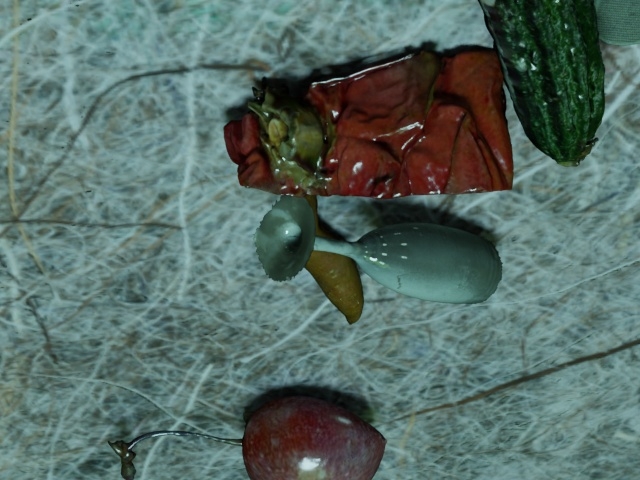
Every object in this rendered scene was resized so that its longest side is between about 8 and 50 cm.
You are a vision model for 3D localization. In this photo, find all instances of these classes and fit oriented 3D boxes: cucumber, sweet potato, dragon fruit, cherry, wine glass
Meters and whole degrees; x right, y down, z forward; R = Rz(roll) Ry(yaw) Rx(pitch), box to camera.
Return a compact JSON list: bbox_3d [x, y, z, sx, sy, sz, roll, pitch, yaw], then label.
[{"bbox_3d":[0.136,-0.145,1.127,0.077,0.077,0.265,-15,143,12],"label":"cucumber"},{"bbox_3d":[-0.004,0.002,1.316,0.044,0.044,0.179,-15,136,12],"label":"sweet potato"},{"bbox_3d":[0.030,-0.081,1.215,0.192,0.122,0.092,-3,102,3],"label":"dragon fruit"},{"bbox_3d":[-0.056,0.179,1.499,0.225,0.090,0.107,-4,156,12],"label":"cherry"},{"bbox_3d":[0.049,0.009,1.283,0.198,0.066,0.066,10,142,-41],"label":"wine glass"}]

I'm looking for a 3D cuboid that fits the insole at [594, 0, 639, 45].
[{"bbox_3d":[0.213,-0.202,1.115,0.080,0.003,0.232,2,141,-8],"label":"insole"}]
